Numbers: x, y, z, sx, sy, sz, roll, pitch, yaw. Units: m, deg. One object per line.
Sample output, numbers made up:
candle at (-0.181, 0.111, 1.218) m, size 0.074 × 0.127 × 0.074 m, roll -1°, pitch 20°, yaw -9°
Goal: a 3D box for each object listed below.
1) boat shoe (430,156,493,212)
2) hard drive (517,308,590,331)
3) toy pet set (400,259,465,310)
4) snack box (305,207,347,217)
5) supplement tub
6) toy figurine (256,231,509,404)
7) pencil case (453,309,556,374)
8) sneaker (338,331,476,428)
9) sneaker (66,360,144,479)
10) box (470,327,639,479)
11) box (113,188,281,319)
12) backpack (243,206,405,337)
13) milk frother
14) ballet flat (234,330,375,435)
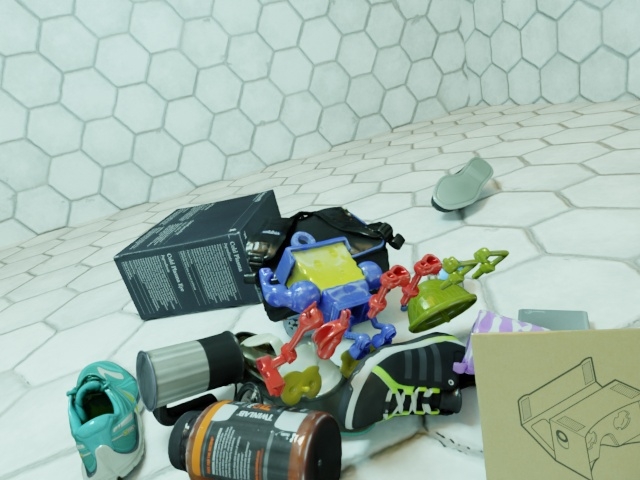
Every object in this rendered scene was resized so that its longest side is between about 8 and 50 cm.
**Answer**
boat shoe at (0.397, -0.141, 1.208) m, size 0.302 × 0.091 × 0.114 m, roll -29°, pitch 69°, yaw -38°
hard drive at (0.331, 0.144, 0.602) m, size 0.094 × 0.022 × 0.135 m, roll -3°, pitch 23°, yaw 28°
toy pet set at (0.213, 0.073, 0.802) m, size 0.114 × 0.065 × 0.122 m, roll -5°, pitch 23°, yaw 24°
snack box at (0.000, 0.000, 1.141) m, size 0.187 × 0.060 × 0.322 m, roll -13°, pitch 21°, yaw 4°
supplement tub at (-0.081, 0.245, 0.495) m, size 0.197 × 0.106 × 0.106 m, roll -4°, pitch 23°, yaw 25°
toy figurine at (0.048, 0.038, 0.593) m, size 0.362 × 0.191 × 0.217 m, roll -13°, pitch 46°, yaw -32°
pencil case at (0.267, 0.150, 0.484) m, size 0.206 × 0.086 × 0.088 m, roll 17°, pitch 61°, yaw 26°
sneaker at (0.129, 0.178, 0.531) m, size 0.234 × 0.084 × 0.097 m, roll -14°, pitch 29°, yaw -36°
sneaker at (-0.334, 0.247, 0.653) m, size 0.107 × 0.110 × 0.275 m, roll -25°, pitch 22°, yaw -26°
box at (0.263, 0.172, 0.418) m, size 0.201 × 0.165 × 0.021 m, roll -7°, pitch -20°, yaw 19°
box at (-0.278, 0.024, 1.096) m, size 0.312 × 0.179 × 0.343 m, roll -11°, pitch 21°, yaw 12°
backpack at (-0.003, 0.043, 0.825) m, size 0.276 × 0.213 × 0.263 m, roll -10°, pitch 28°, yaw -6°
milk frother at (-0.168, 0.208, 0.598) m, size 0.134 × 0.129 × 0.143 m, roll -7°, pitch 4°, yaw -40°
ballet flat at (-0.046, 0.194, 0.618) m, size 0.280 × 0.096 × 0.095 m, roll 4°, pitch 26°, yaw 40°
